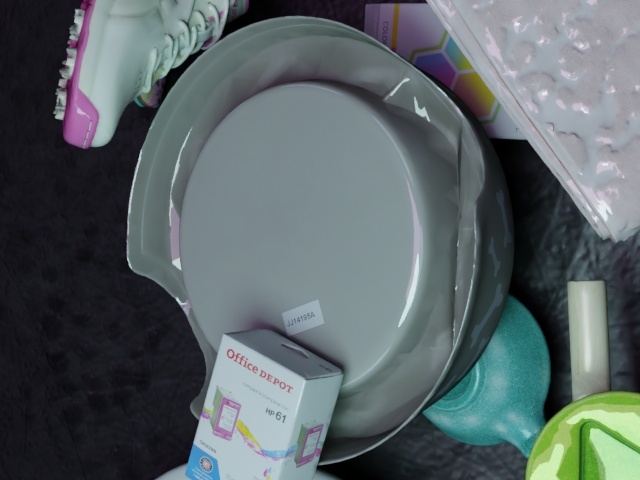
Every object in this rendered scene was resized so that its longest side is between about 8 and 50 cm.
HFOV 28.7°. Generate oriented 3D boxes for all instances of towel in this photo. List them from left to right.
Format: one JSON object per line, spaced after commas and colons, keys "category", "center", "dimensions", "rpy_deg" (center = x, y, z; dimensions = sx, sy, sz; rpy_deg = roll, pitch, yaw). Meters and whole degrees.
{"category": "towel", "center": [0.253, -0.215, 0.904], "dimensions": [0.332, 0.053, 0.317], "rpy_deg": [-35, 77, 4]}

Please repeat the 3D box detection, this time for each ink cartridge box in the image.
{"category": "ink cartridge box", "center": [-0.044, 0.139, 0.947], "dimensions": [0.088, 0.052, 0.122], "rpy_deg": [24, 104, 35]}
{"category": "ink cartridge box", "center": [0.138, -0.137, 1.025], "dimensions": [0.209, 0.062, 0.109], "rpy_deg": [6, 95, 27]}

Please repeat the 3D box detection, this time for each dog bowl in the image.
{"category": "dog bowl", "center": [0.000, 0.000, 1.008], "dimensions": [0.349, 0.102, 0.348], "rpy_deg": [1, 92, 38]}

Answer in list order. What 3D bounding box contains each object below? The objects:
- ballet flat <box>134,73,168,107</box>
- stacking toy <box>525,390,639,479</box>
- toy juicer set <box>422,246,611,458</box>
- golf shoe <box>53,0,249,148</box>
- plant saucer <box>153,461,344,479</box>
{"category": "ballet flat", "center": [-0.173, -0.238, 1.182], "dimensions": [0.079, 0.077, 0.221], "rpy_deg": [-21, 83, 8]}
{"category": "stacking toy", "center": [0.309, 0.203, 0.888], "dimensions": [0.309, 0.130, 0.279], "rpy_deg": [-33, 79, 12]}
{"category": "toy juicer set", "center": [0.135, 0.069, 1.026], "dimensions": [0.329, 0.089, 0.209], "rpy_deg": [22, 103, 36]}
{"category": "golf shoe", "center": [-0.133, -0.196, 1.059], "dimensions": [0.140, 0.306, 0.115], "rpy_deg": [19, 146, -10]}
{"category": "plant saucer", "center": [-0.032, 0.381, 1.130], "dimensions": [0.400, 0.100, 0.400], "rpy_deg": [3, 95, 27]}
